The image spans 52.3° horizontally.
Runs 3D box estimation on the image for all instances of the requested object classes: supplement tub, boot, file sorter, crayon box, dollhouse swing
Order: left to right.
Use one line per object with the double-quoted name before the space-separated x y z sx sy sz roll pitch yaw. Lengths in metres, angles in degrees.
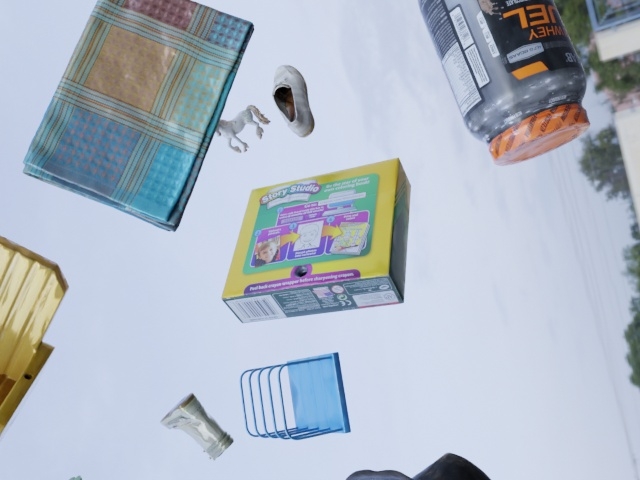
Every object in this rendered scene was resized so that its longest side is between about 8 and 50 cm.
"dollhouse swing" -0.691 0.183 1.202 0.346 0.305 0.315 29 -143 -12
"boot" -0.302 0.466 1.599 0.165 0.213 0.077 45 -126 -1
"file sorter" -0.046 0.247 1.015 0.104 0.170 0.118 -4 -102 -29
"crayon box" 0.000 0.000 1.375 0.106 0.362 0.313 59 -149 -42
"supplement tub" 0.310 -0.312 1.099 0.207 0.207 0.338 1 -113 -63

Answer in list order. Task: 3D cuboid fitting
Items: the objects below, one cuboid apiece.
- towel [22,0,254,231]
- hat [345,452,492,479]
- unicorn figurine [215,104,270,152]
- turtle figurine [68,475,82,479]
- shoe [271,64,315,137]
"towel" -0.293 -0.231 1.058 0.040 0.271 0.371 95 -164 -84
"hat" 0.203 0.414 0.988 0.134 0.331 0.331 -48 -56 -31
"unicorn figurine" -0.203 -0.267 1.568 0.162 0.060 0.111 -49 -65 -29
"turtle figurine" -0.501 0.637 1.468 0.274 0.197 0.266 -38 -74 -32
"shoe" -0.069 -0.332 1.498 0.058 0.076 0.219 19 -139 -46
